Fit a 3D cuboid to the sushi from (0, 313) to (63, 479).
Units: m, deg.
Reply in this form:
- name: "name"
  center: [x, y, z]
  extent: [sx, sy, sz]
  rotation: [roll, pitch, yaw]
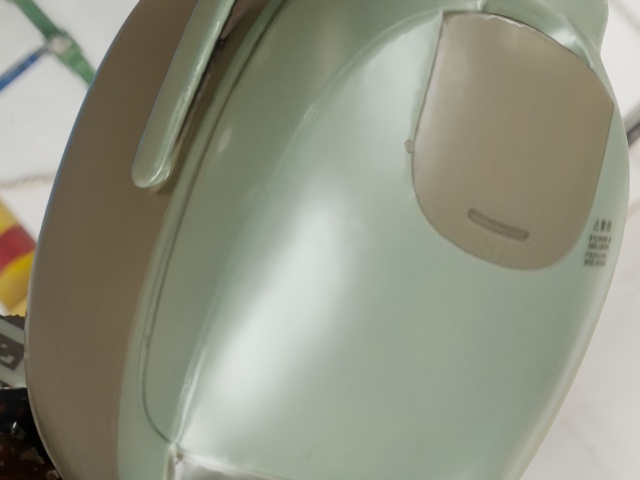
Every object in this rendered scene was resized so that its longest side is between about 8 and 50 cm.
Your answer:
- name: "sushi"
  center: [-0.159, 0.125, 0.720]
  extent: [0.220, 0.231, 0.047]
  rotation: [8, 124, -31]

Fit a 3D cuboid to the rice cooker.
- name: "rice cooker"
  center: [0.000, 0.000, 0.408]
  extent: [0.145, 0.127, 0.206]
  rotation: [19, 84, -41]
